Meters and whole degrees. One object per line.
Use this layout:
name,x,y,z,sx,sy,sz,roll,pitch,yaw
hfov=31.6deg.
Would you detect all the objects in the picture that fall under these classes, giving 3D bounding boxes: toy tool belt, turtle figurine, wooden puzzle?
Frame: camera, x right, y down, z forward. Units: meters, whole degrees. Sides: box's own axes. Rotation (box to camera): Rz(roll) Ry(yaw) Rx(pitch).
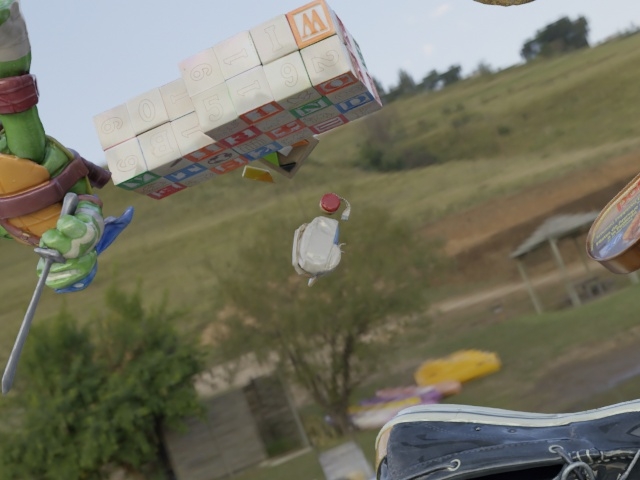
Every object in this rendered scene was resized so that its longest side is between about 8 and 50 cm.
toy tool belt,0.000,0.000,1.100,0.052,0.083,0.051,13,-22,-2
turtle figurine,-0.273,-0.038,0.881,0.275,0.266,0.198,-30,28,-28
wooden puzzle,-0.047,-0.119,1.480,0.079,0.014,0.116,21,-67,-26

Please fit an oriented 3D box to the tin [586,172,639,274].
tin,0.357,-0.043,1.178,0.189,0.040,0.106,-47,21,20

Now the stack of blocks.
stack of blocks,-0.097,-0.149,1.264,0.297,0.087,0.171,-22,-11,11

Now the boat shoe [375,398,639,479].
boat shoe,0.285,0.273,1.220,0.500,0.186,0.156,-3,36,24

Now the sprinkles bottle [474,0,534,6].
sprinkles bottle,0.179,-0.387,1.029,0.121,0.121,0.355,-21,-38,-13
